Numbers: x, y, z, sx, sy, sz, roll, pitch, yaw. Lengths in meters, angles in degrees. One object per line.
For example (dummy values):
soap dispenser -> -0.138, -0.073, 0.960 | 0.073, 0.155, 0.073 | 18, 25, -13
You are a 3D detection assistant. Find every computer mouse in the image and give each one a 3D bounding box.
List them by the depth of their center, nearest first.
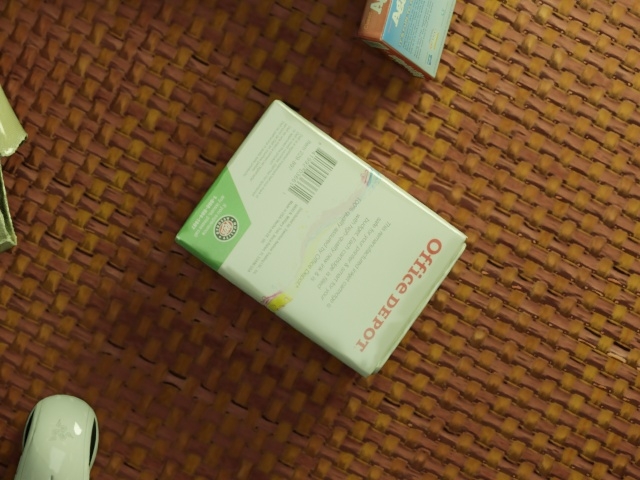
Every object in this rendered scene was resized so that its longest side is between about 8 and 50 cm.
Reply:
computer mouse -> -0.244, 0.234, 1.400 | 0.106, 0.042, 0.193 | 8, 89, -4

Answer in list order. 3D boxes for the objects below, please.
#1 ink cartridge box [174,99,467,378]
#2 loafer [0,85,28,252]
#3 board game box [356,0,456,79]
ink cartridge box -> 0.000, 0.000, 1.399 | 0.212, 0.093, 0.154 | 36, 87, -2
loafer -> -0.302, -0.106, 1.377 | 0.092, 0.102, 0.268 | 3, 98, -6
board game box -> 0.104, -0.294, 1.390 | 0.027, 0.145, 0.281 | 14, 87, 23
